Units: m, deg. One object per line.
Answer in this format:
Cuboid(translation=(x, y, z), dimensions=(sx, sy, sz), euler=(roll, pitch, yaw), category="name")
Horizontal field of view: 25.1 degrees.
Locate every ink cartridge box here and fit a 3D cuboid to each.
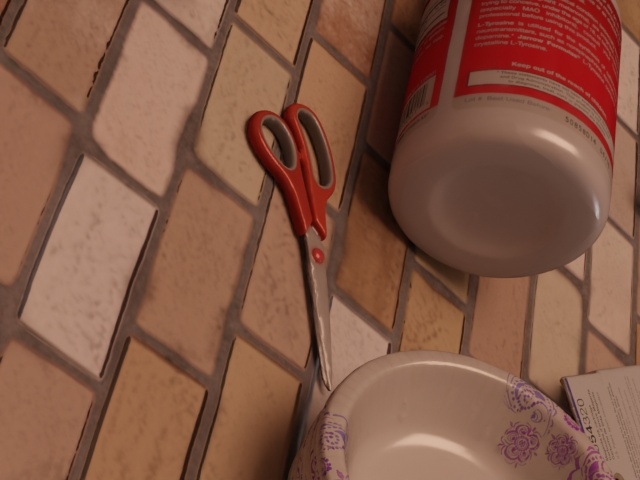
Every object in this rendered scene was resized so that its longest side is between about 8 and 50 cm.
Cuboid(translation=(0.388, 0.302, 1.640), dimensions=(0.330, 0.071, 0.324), euler=(0, 70, -47), category="ink cartridge box")

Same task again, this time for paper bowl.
Cuboid(translation=(0.106, 0.243, 1.220), dimensions=(0.284, 0.148, 0.284), euler=(15, 41, -14), category="paper bowl")

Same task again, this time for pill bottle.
Cuboid(translation=(0.213, -0.177, 1.583), dimensions=(0.229, 0.229, 0.407), euler=(41, 43, -27), category="pill bottle")

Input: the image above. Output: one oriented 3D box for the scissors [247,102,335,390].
Cuboid(translation=(0.000, 0.000, 1.394), dimensions=(0.109, 0.021, 0.297), euler=(2, 66, -52), category="scissors")
